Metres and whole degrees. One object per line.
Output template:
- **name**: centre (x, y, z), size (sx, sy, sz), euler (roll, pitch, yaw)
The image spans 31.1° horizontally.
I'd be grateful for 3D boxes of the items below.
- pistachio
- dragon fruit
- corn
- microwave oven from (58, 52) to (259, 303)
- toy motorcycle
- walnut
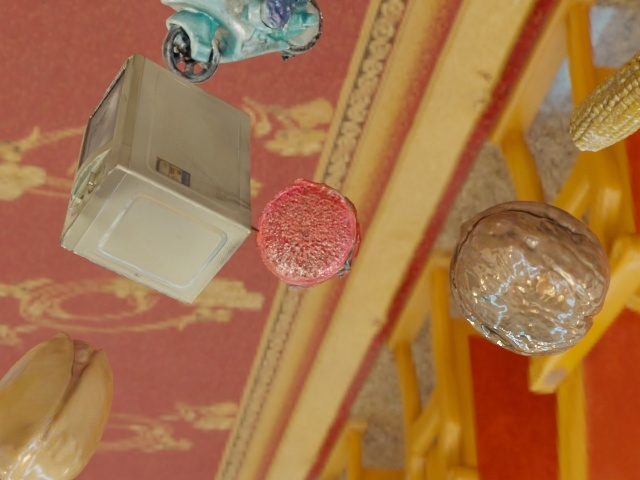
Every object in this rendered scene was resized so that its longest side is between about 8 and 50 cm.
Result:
- **pistachio**: centre (-0.375, 0.239, 1.589), size (0.162, 0.293, 0.181), euler (31, 115, -6)
- **dragon fruit**: centre (0.000, 0.000, 1.603), size (0.153, 0.153, 0.111), euler (-14, 168, 18)
- **corn**: centre (0.447, -0.214, 1.511), size (0.097, 0.097, 0.320), euler (16, 148, -25)
- **microwave oven**: centre (-0.160, -0.059, 1.140), size (0.163, 0.205, 0.129), euler (29, 122, -23)
- **toy motorcycle**: centre (-0.106, -0.323, 1.496), size (0.260, 0.206, 0.154), euler (-21, -161, -36)
- **walnut**: centre (0.275, 0.048, 1.545), size (0.224, 0.224, 0.224), euler (-1, 147, -1)
